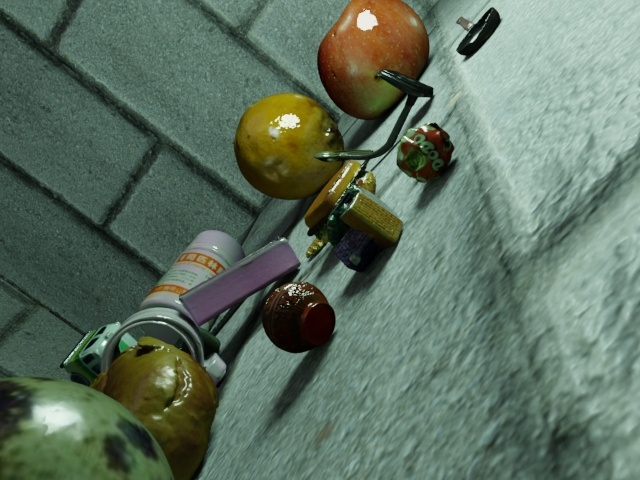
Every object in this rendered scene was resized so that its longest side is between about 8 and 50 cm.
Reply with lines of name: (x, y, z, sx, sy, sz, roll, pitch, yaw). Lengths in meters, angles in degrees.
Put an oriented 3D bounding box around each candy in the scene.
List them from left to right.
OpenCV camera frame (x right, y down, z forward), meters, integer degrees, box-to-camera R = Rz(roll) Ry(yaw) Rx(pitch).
candy: (0.156, -0.139, 1.075, 0.084, 0.078, 0.287, -54, 1, 6)

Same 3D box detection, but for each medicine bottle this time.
medicine bottle: (-0.395, 0.151, 2.117, 0.219, 0.219, 0.388, -45, 10, 37)

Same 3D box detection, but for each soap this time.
soap: (-0.182, 0.090, 1.465, 0.259, 0.081, 0.181, -32, 3, -14)

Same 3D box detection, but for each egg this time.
egg: (-0.335, 0.344, 0.718, 0.428, 0.345, 0.345, -59, 5, 28)

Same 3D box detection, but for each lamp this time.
lamp: (0.143, -0.263, 1.521, 0.283, 0.124, 0.203, -50, -11, 27)

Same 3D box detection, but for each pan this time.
pan: (0.333, -0.459, 1.454, 0.115, 0.040, 0.212, -50, 17, 18)

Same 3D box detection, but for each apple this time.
apple: (0.142, -0.522, 1.890, 0.348, 0.277, 0.348, -50, 10, 12)

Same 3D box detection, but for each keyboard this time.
keyboard: (-0.252, 0.201, 1.856, 0.204, 0.013, 0.061, -50, 9, 9)

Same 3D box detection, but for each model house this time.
model house: (0.056, -0.013, 0.969, 0.100, 0.088, 0.100, -53, 7, 14)

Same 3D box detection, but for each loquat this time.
loquat: (-0.092, -0.277, 1.965, 0.328, 0.328, 0.328, -50, 10, 12)

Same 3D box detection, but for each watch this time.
watch: (-0.335, 0.270, 1.338, 0.244, 0.231, 0.196, -48, 11, -2)

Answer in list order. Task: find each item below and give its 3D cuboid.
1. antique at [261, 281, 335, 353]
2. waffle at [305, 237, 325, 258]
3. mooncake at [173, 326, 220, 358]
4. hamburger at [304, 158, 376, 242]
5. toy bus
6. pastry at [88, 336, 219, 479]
antique: (-0.033, 0.105, 0.915, 0.104, 0.104, 0.104, -50, 10, 12)
waffle: (0.002, -0.002, 1.405, 0.078, 0.016, 0.085, -33, 21, 52)
mooncake: (-0.319, 0.287, 1.598, 0.175, 0.104, 0.168, -55, 3, -39)
hamburger: (0.042, -0.068, 1.241, 0.166, 0.087, 0.137, -57, 10, -34)
toy bus: (-0.480, 0.339, 1.654, 0.165, 0.276, 0.133, -30, 21, 36)
pastry: (-0.312, 0.321, 1.106, 0.356, 0.164, 0.356, -37, 29, 24)
